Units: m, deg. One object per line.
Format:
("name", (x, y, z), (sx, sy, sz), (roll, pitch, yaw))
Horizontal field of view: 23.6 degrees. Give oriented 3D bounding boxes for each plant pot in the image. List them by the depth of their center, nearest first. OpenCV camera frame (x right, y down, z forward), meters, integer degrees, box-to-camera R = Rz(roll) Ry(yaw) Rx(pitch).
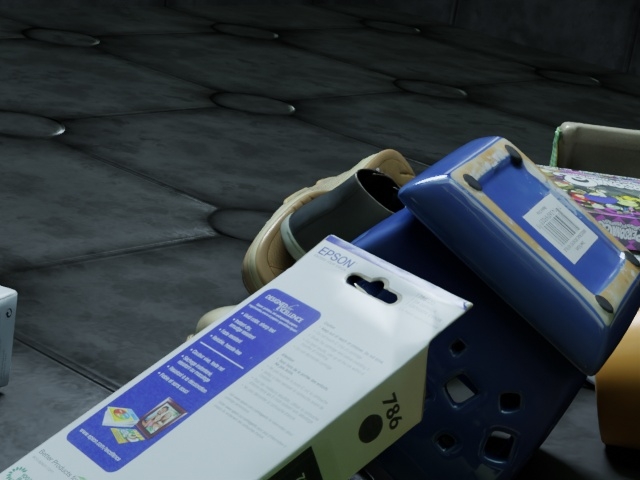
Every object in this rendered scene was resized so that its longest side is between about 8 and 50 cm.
("plant pot", (0.125, 0.057, 1.251), (0.236, 0.212, 0.236), (43, 25, 7))
("plant pot", (0.345, 0.116, 1.381), (0.188, 0.205, 0.205), (-3, 14, 13))

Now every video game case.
("video game case", (0.318, -0.036, 1.702), (0.232, 0.041, 0.210), (8, 16, -1))

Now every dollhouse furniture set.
("dollhouse furniture set", (0.400, -0.055, 1.930), (0.302, 0.197, 0.151), (7, 18, -11))

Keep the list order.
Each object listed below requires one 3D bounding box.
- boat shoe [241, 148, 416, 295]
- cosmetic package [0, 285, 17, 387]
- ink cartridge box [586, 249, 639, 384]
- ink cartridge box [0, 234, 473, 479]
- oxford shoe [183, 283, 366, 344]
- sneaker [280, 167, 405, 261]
("boat shoe", (0.000, 0.000, 1.720), (0.110, 0.121, 0.341), (-22, 7, 35))
("cosmetic package", (-0.486, 0.064, 1.244), (0.377, 0.097, 0.284), (16, 16, 23))
("ink cartridge box", (0.327, 0.070, 1.625), (0.197, 0.114, 0.273), (-1, 18, -31))
("ink cartridge box", (-0.056, 0.129, 1.063), (0.333, 0.065, 0.165), (-36, 38, -23))
("oxford shoe", (0.033, 0.050, 1.476), (0.140, 0.146, 0.397), (24, 22, 40))
("sneaker", (0.076, 0.006, 1.603), (0.222, 0.118, 0.083), (24, 42, -40))
